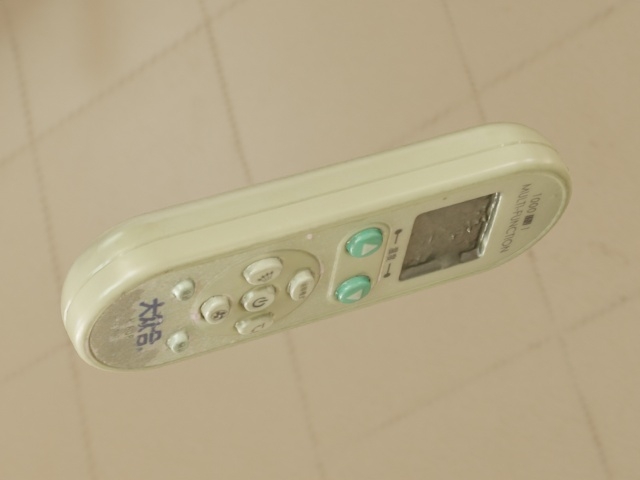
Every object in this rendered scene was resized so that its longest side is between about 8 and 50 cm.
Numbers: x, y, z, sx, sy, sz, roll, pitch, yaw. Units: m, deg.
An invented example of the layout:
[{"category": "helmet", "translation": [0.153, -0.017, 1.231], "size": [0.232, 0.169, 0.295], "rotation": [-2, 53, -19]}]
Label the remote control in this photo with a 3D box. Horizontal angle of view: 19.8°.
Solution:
[{"category": "remote control", "translation": [0.000, 0.000, 0.748], "size": [0.221, 0.078, 0.042], "rotation": [-17, 57, -19]}]
